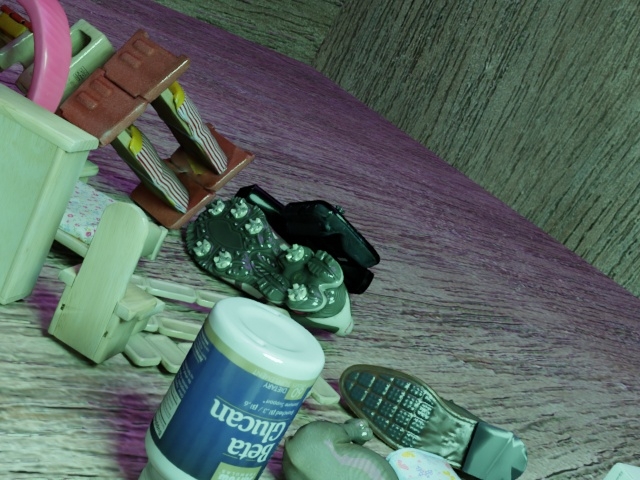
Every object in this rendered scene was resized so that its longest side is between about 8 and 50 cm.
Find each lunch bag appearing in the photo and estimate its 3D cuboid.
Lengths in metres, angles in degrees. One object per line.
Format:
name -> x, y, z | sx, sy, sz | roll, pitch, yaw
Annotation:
lunch bag -> 0.102, 0.241, 1.001 | 0.083, 0.053, 0.071 | 29, 13, -44

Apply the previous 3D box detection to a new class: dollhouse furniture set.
dollhouse furniture set -> -0.287, -0.196, 1.402 | 0.374, 0.152, 0.201 | 36, -13, 38
dollhouse furniture set -> -0.225, -0.058, 1.092 | 0.303, 0.174, 0.355 | 30, 18, 13

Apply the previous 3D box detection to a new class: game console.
game console -> 0.000, 0.000, 1.367 | 0.213, 0.044, 0.361 | 37, -8, -13

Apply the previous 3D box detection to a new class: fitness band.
fitness band -> -0.420, -0.245, 1.323 | 0.054, 0.209, 0.291 | 8, 27, -51

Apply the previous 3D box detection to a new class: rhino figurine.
rhino figurine -> 0.064, 0.238, 0.898 | 0.243, 0.073, 0.106 | 37, 12, 21

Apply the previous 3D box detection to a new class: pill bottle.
pill bottle -> -0.074, 0.136, 0.782 | 0.094, 0.169, 0.094 | 27, 15, -8

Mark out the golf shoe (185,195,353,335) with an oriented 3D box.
golf shoe -> -0.069, 0.040, 1.312 | 0.273, 0.105, 0.120 | 33, -16, 40

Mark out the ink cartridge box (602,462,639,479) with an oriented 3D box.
ink cartridge box -> 0.367, 0.311, 1.194 | 0.122, 0.088, 0.052 | 19, 21, -33

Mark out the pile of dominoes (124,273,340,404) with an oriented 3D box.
pile of dominoes -> -0.116, 0.112, 1.096 | 0.251, 0.040, 0.196 | 14, 20, -22

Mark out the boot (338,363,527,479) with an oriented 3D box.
boot -> 0.121, 0.207, 1.158 | 0.219, 0.082, 0.106 | 28, -8, 10
